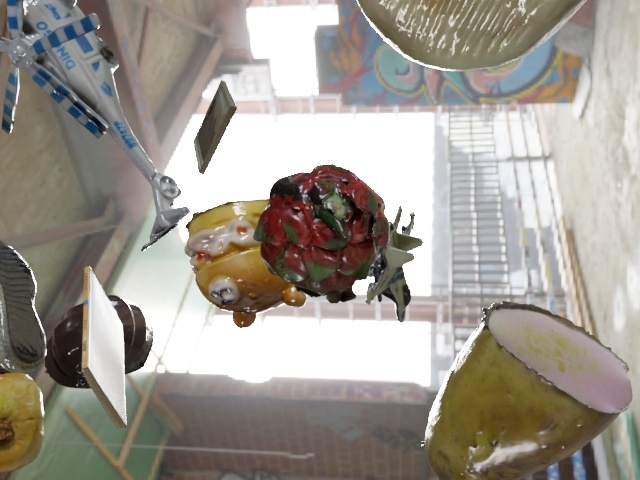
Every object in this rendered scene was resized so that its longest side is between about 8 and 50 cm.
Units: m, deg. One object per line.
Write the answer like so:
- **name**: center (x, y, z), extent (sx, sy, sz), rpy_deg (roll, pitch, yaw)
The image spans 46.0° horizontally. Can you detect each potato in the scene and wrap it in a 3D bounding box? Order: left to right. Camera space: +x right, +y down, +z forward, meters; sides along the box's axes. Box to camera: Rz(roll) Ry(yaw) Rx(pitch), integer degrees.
- **potato**: center (0.254, 0.236, 1.040), extent (0.266, 0.229, 0.229), rpy_deg (-60, 8, 30)

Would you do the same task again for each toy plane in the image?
- **toy plane**: center (-0.204, -0.139, 0.707), extent (0.182, 0.273, 0.107), rpy_deg (-53, -2, 36)
- **toy plane**: center (0.122, 0.062, 1.316), extent (0.192, 0.088, 0.262), rpy_deg (-56, -20, -34)

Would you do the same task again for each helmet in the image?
- **helmet**: center (-0.601, 0.260, 2.017), extent (0.225, 0.305, 0.177), rpy_deg (62, 160, 25)

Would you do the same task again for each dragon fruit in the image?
- **dragon fruit**: center (0.002, -0.008, 0.999), extent (0.189, 0.182, 0.182), rpy_deg (-61, 4, 25)

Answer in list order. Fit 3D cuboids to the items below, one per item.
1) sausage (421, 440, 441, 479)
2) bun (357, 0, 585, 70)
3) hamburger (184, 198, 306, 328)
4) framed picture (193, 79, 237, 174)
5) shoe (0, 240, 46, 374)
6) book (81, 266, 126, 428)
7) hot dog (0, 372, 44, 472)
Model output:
- **sausage**: center (0.333, 0.600, 1.652), extent (0.082, 0.082, 0.371), rpy_deg (73, 173, -64)
- **bun**: center (0.214, -0.409, 1.001), extent (0.213, 0.361, 0.361), rpy_deg (-76, -16, -49)
- **hamburger**: center (-0.154, 0.054, 1.637), extent (0.276, 0.276, 0.237), rpy_deg (66, -168, -70)
- **framed picture**: center (-0.274, -0.292, 1.921), extent (0.192, 0.018, 0.265), rpy_deg (-62, 23, 16)
- **shoe**: center (-0.476, 0.105, 1.091), extent (0.099, 0.112, 0.227), rpy_deg (39, -159, -57)
- **book**: center (-0.375, 0.183, 1.307), extent (0.242, 0.018, 0.170), rpy_deg (-108, 3, -49)
- **hot dog**: center (-0.726, 0.346, 1.433), extent (0.223, 0.405, 0.185), rpy_deg (10, -105, -56)
